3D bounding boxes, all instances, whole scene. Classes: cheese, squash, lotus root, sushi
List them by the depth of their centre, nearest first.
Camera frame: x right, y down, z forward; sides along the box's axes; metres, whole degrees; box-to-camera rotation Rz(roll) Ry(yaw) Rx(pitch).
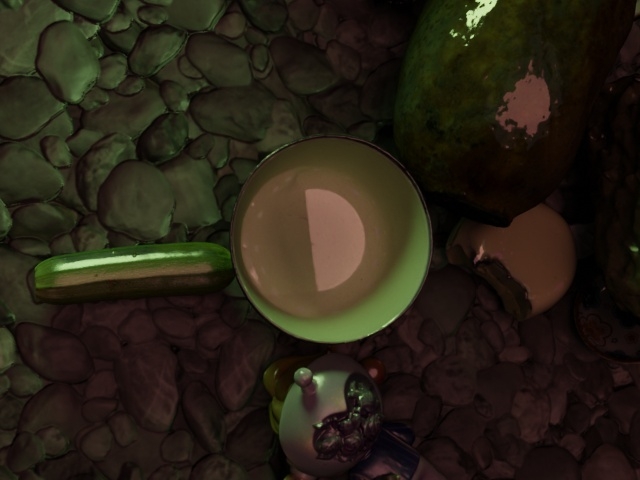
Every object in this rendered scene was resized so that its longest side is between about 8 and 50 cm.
[{"bbox_3d":[-0.210,0.038,0.940,0.229,0.066,0.066,-5,89,-15],"label":"squash"},{"bbox_3d":[0.217,-0.190,0.970,0.251,0.250,0.346,22,78,-13],"label":"lotus root"},{"bbox_3d":[0.425,-0.051,0.993,0.171,0.211,0.350,12,58,-23],"label":"sushi"},{"bbox_3d":[0.286,-0.005,1.067,0.249,0.071,0.163,-34,95,-22],"label":"cheese"}]

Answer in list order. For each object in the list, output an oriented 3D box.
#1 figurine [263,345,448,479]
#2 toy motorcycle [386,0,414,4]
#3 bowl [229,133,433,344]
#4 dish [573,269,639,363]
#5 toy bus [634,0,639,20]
[{"bbox_3d":[0.042,0.250,0.965,0.194,0.133,0.274,-30,98,-28],"label":"figurine"},{"bbox_3d":[0.040,-0.413,0.992,0.270,0.106,0.159,30,100,-11],"label":"toy motorcycle"},{"bbox_3d":[0.000,0.000,0.964,0.238,0.126,0.237,1,88,-15],"label":"bowl"},{"bbox_3d":[0.420,0.104,1.098,0.141,0.078,0.141,-10,66,25],"label":"dish"},{"bbox_3d":[0.305,-0.463,1.083,0.092,0.093,0.408,-28,94,-8],"label":"toy bus"}]
